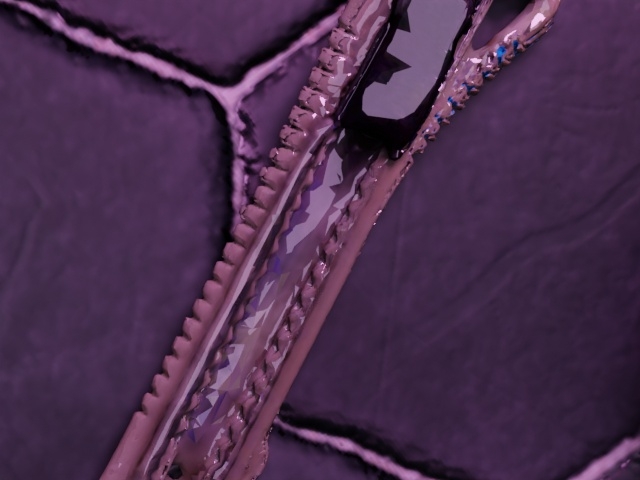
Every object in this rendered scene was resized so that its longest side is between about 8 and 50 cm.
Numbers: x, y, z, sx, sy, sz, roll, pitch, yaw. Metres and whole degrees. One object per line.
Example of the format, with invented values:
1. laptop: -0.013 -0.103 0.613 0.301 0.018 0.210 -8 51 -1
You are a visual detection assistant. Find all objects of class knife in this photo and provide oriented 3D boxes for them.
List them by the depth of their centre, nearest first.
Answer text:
1. knife: 0.001 0.000 0.830 0.089 0.043 0.365 29 91 -9
